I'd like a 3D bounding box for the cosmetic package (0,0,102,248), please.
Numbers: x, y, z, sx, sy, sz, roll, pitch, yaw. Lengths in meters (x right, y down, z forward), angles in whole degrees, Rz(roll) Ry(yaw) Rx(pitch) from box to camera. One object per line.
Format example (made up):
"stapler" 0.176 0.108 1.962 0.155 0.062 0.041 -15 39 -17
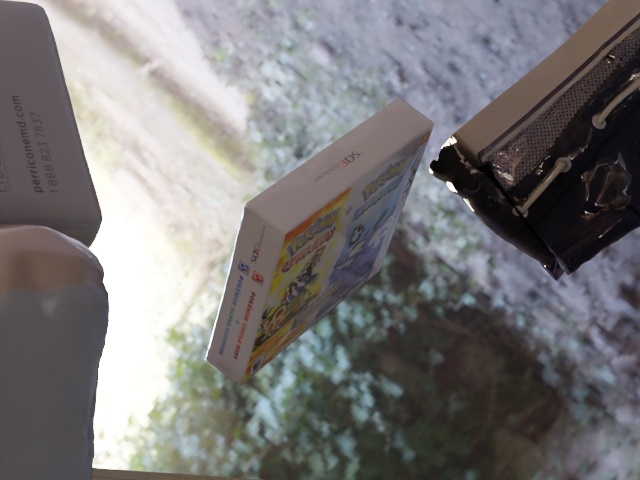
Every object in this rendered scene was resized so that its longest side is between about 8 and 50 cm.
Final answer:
"cosmetic package" -0.365 -0.003 0.638 0.230 0.453 0.162 -56 45 45

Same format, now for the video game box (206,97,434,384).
"video game box" 0.000 0.000 1.077 0.048 0.205 0.187 35 137 20

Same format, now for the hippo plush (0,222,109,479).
"hippo plush" -0.209 0.124 0.439 0.234 0.294 0.236 -8 -179 35

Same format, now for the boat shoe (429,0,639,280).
"boat shoe" 0.263 -0.114 1.092 0.158 0.340 0.127 50 175 2

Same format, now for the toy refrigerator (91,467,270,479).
"toy refrigerator" -0.106 0.186 0.730 0.269 0.102 0.094 7 156 -13
